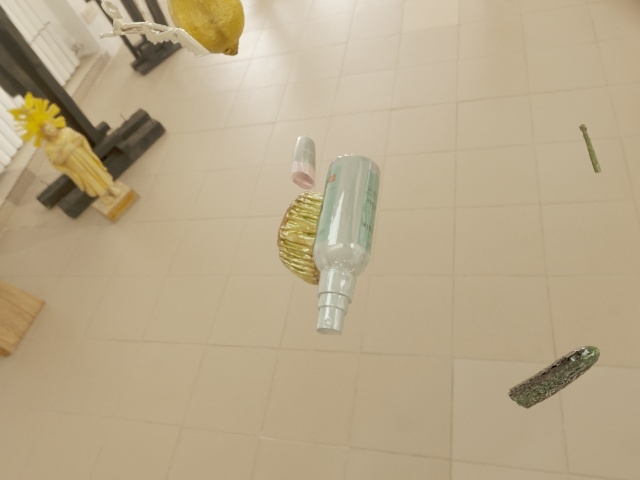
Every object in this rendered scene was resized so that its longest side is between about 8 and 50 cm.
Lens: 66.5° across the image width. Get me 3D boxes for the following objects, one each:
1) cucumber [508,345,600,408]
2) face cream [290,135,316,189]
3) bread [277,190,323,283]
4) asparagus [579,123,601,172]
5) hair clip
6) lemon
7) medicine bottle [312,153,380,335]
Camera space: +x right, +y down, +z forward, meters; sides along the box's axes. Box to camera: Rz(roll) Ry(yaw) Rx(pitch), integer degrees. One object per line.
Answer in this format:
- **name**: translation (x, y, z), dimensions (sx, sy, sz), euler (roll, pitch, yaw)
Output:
- **cucumber**: translation (0.466, 0.272, 0.971), dimensions (0.058, 0.215, 0.052), euler (-14, 60, -44)
- **face cream**: translation (-0.049, -0.235, 1.459), dimensions (0.057, 0.084, 0.199), euler (-39, 30, 32)
- **bread**: translation (0.000, 0.000, 1.254), dimensions (0.142, 0.253, 0.228), euler (16, 87, 32)
- **asparagus**: translation (0.655, -0.224, 1.186), dimensions (0.015, 0.127, 0.018), euler (-22, 11, 21)
- **hair clip**: translation (-0.318, -0.403, 0.934), dimensions (0.225, 0.072, 0.034), euler (13, 31, 5)
- **lemon**: translation (-0.303, -0.607, 1.301), dimensions (0.188, 0.257, 0.188), euler (-24, 39, 21)
- **medicine bottle**: translation (0.043, 0.006, 0.926), dimensions (0.110, 0.110, 0.352), euler (0, 61, 20)
